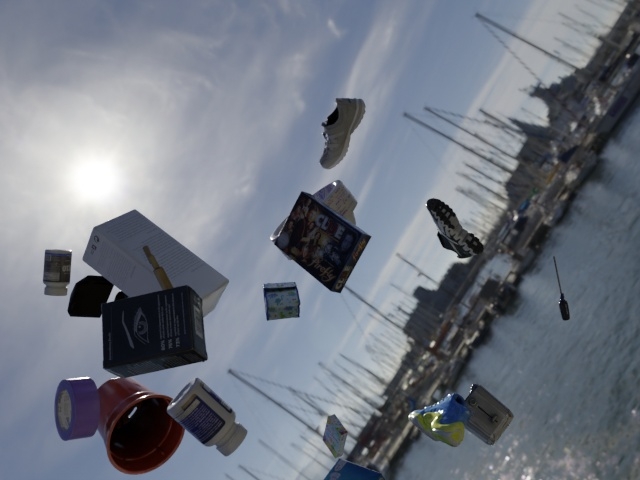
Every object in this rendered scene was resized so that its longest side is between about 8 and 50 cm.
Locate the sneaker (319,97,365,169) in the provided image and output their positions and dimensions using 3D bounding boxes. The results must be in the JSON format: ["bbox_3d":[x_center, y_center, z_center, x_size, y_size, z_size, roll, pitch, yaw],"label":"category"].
[{"bbox_3d":[0.046,-0.372,2.163,0.105,0.115,0.281,-107,35,-49],"label":"sneaker"}]

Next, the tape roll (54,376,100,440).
[{"bbox_3d":[-0.772,0.532,2.008,0.080,0.189,0.189,5,-58,-40],"label":"tape roll"}]

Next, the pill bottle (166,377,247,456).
[{"bbox_3d":[-0.274,0.439,1.563,0.112,0.187,0.112,-44,8,8],"label":"pill bottle"}]

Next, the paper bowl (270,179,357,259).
[{"bbox_3d":[-0.004,-0.044,1.953,0.284,0.148,0.284,-38,11,9],"label":"paper bowl"}]

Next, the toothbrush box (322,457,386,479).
[{"bbox_3d":[0.074,0.902,2.112,0.216,0.126,0.295,-3,34,49],"label":"toothbrush box"}]

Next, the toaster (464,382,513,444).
[{"bbox_3d":[0.492,0.533,1.923,0.129,0.146,0.227,-47,-24,-11],"label":"toaster"}]

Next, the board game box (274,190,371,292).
[{"bbox_3d":[0.000,0.000,1.613,0.042,0.243,0.165,16,-74,-49],"label":"board game box"}]

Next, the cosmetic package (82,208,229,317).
[{"bbox_3d":[-0.579,0.104,2.242,0.162,0.453,0.230,-59,-11,29],"label":"cosmetic package"}]

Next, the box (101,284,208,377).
[{"bbox_3d":[-0.369,0.204,1.412,0.108,0.206,0.153,70,-171,-65],"label":"box"}]

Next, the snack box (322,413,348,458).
[{"bbox_3d":[0.056,0.761,2.467,0.037,0.100,0.141,-12,-51,-31],"label":"snack box"}]

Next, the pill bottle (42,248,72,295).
[{"bbox_3d":[-0.794,0.096,1.913,0.078,0.078,0.137,1,-87,-75],"label":"pill bottle"}]

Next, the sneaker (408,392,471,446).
[{"bbox_3d":[0.327,0.465,1.680,0.126,0.091,0.240,-50,13,-14],"label":"sneaker"}]

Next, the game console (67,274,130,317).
[{"bbox_3d":[-0.768,0.222,2.431,0.361,0.044,0.213,6,-45,-32],"label":"game console"}]

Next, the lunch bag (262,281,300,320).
[{"bbox_3d":[-0.145,0.211,2.344,0.151,0.128,0.096,-104,14,-50],"label":"lunch bag"}]

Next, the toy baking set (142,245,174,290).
[{"bbox_3d":[-0.442,0.128,1.840,0.030,0.256,0.197,-27,4,-10],"label":"toy baking set"}]

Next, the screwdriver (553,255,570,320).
[{"bbox_3d":[0.609,0.120,1.604,0.024,0.025,0.170,-37,-61,-74],"label":"screwdriver"}]

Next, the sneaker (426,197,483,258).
[{"bbox_3d":[0.401,-0.028,2.005,0.078,0.234,0.106,-46,3,-41],"label":"sneaker"}]

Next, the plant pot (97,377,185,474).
[{"bbox_3d":[-0.639,0.601,2.146,0.272,0.265,0.273,-11,-72,-37],"label":"plant pot"}]
